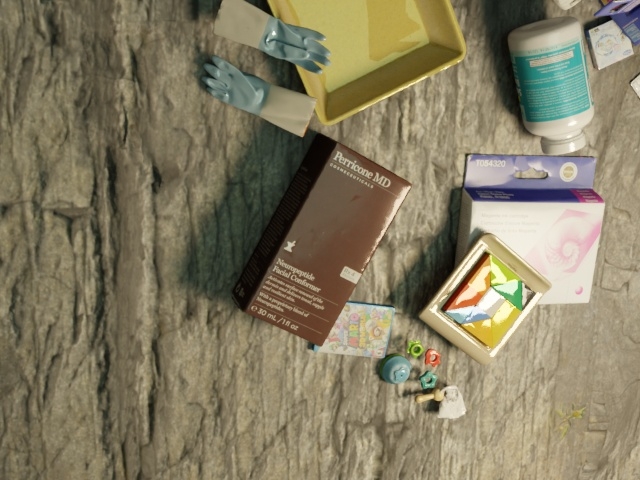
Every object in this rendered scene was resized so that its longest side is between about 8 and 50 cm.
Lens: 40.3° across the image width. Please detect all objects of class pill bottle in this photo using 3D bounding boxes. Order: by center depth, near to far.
[{"bbox_3d":[0.480,-0.316,1.796,0.146,0.146,0.264,-19,109,-11],"label":"pill bottle"}]

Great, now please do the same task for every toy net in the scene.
[{"bbox_3d":[0.247,0.314,1.958,0.232,0.045,0.122,37,90,-23],"label":"toy net"}]

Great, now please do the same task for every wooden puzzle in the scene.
[{"bbox_3d":[0.359,0.131,1.869,0.221,0.044,0.238,37,95,-24],"label":"wooden puzzle"}]

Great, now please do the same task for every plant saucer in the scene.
[{"bbox_3d":[0.076,-0.439,1.679,0.333,0.081,0.332,-27,110,-8],"label":"plant saucer"}]

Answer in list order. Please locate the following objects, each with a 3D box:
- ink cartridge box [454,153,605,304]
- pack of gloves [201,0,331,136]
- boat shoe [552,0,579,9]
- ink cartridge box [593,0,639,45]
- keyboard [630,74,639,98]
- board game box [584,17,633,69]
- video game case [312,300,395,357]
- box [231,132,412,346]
[{"bbox_3d":[0.461,-0.019,1.915,0.324,0.071,0.330,-1,106,-16],"label":"ink cartridge box"},{"bbox_3d":[-0.100,-0.331,1.636,0.232,0.046,0.195,24,113,2],"label":"pack of gloves"},{"bbox_3d":[0.573,-0.572,1.762,0.258,0.095,0.084,-34,132,27],"label":"boat shoe"},{"bbox_3d":[0.735,-0.549,1.730,0.395,0.270,0.151,-40,91,-4],"label":"ink cartridge box"},{"bbox_3d":[0.801,-0.404,1.938,0.256,0.014,0.072,-41,112,-3],"label":"keyboard"},{"bbox_3d":[0.621,-0.427,1.875,0.090,0.020,0.090,-25,109,-9],"label":"board game box"},{"bbox_3d":[0.072,0.191,1.885,0.166,0.015,0.119,8,103,-18],"label":"video game case"},{"bbox_3d":[0.000,0.000,1.747,0.191,0.143,0.381,26,94,-21],"label":"box"}]
